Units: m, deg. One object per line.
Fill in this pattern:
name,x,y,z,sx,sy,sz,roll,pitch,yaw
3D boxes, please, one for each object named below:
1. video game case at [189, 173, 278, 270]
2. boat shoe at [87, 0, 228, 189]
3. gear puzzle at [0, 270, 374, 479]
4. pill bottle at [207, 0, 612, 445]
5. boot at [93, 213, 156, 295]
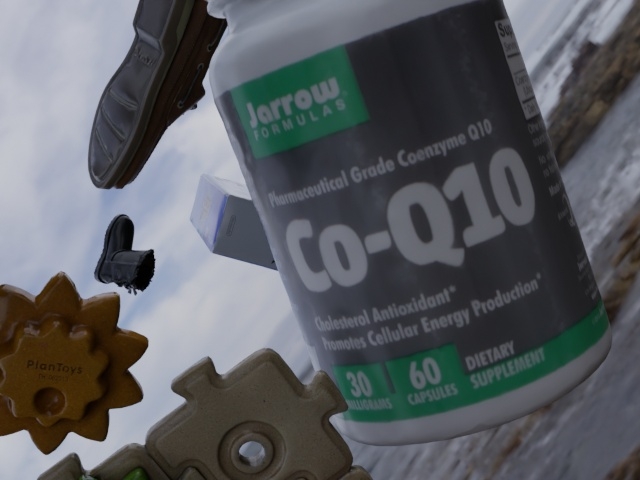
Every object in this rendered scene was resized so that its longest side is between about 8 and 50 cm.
video game case,0.000,0.000,0.999,0.269,0.244,0.061,-145,70,-76
boat shoe,-0.189,-0.190,1.211,0.104,0.111,0.307,6,-58,-42
gear puzzle,-0.042,0.151,0.477,0.175,0.339,0.044,-35,15,-2
pill bottle,0.047,-0.065,0.665,0.204,0.361,0.204,-20,6,2
boot,-0.289,0.020,1.495,0.045,0.099,0.121,32,-110,-46
